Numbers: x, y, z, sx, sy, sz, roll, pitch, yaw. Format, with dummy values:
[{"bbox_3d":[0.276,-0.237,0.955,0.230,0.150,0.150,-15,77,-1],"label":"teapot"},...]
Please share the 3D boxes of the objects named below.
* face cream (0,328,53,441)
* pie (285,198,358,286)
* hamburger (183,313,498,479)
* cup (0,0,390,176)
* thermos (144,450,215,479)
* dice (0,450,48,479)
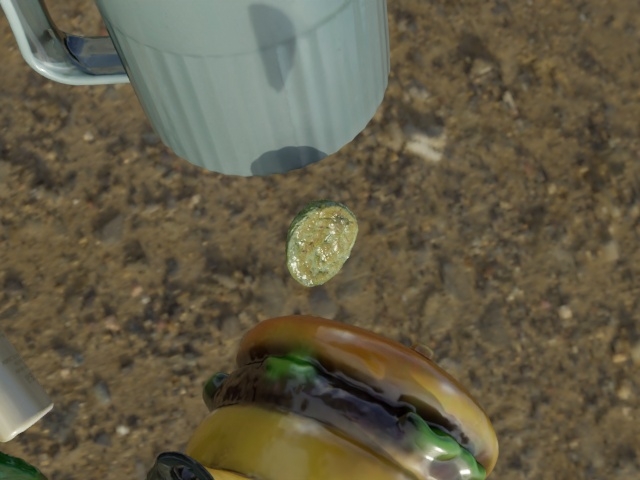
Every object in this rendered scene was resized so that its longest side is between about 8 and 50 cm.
[{"bbox_3d":[-0.503,0.114,1.574,0.081,0.173,0.349,-34,91,-2],"label":"face cream"},{"bbox_3d":[-0.001,0.001,0.988,0.084,0.021,0.084,-24,127,-36],"label":"pie"},{"bbox_3d":[0.043,0.273,1.451,0.395,0.395,0.277,41,60,-25],"label":"hamburger"},{"bbox_3d":[-0.101,-0.221,0.956,0.331,0.311,0.257,-25,56,-8],"label":"cup"},{"bbox_3d":[-0.186,0.314,1.195,0.073,0.188,0.083,39,15,14],"label":"thermos"},{"bbox_3d":[-0.375,0.294,1.213,0.131,0.128,0.120,6,104,-65],"label":"dice"}]
